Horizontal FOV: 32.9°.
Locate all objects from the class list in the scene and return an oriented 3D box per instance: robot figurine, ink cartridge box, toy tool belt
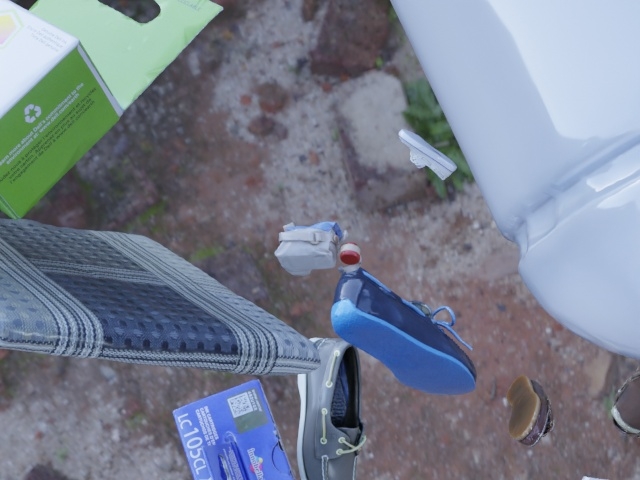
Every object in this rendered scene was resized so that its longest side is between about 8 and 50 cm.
[{"bbox_3d":[0.153,-0.094,0.507,0.200,0.300,0.353,-21,77,-8],"label":"robot figurine"},{"bbox_3d":[-0.107,0.389,1.696,0.151,0.395,0.270,-20,69,-7],"label":"ink cartridge box"},{"bbox_3d":[0.000,0.000,1.031,0.083,0.052,0.051,-5,51,19],"label":"toy tool belt"},{"bbox_3d":[-0.241,-0.169,0.909,0.189,0.097,0.255,31,71,31],"label":"ink cartridge box"}]

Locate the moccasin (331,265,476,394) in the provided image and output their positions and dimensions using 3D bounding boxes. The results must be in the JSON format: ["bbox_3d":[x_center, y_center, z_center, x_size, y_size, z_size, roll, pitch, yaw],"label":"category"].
[{"bbox_3d":[0.151,0.143,1.739,0.137,0.342,0.117,-18,51,29],"label":"moccasin"}]

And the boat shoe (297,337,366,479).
[{"bbox_3d":[0.025,0.319,1.858,0.091,0.109,0.305,-7,85,42],"label":"boat shoe"}]

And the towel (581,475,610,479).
[{"bbox_3d":[0.372,0.453,1.423,0.187,0.049,0.282,-10,57,55],"label":"towel"}]

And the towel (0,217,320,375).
[{"bbox_3d":[-0.209,0.048,0.984,0.324,0.312,0.056,28,105,49],"label":"towel"}]

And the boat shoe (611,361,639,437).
[{"bbox_3d":[0.431,0.214,1.414,0.095,0.257,0.095,-42,70,-6],"label":"boat shoe"}]

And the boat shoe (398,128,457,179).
[{"bbox_3d":[0.143,-0.117,1.512,0.035,0.100,0.035,-50,26,19],"label":"boat shoe"}]

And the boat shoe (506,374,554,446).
[{"bbox_3d":[0.357,0.289,1.799,0.073,0.073,0.207,-49,4,19],"label":"boat shoe"}]
